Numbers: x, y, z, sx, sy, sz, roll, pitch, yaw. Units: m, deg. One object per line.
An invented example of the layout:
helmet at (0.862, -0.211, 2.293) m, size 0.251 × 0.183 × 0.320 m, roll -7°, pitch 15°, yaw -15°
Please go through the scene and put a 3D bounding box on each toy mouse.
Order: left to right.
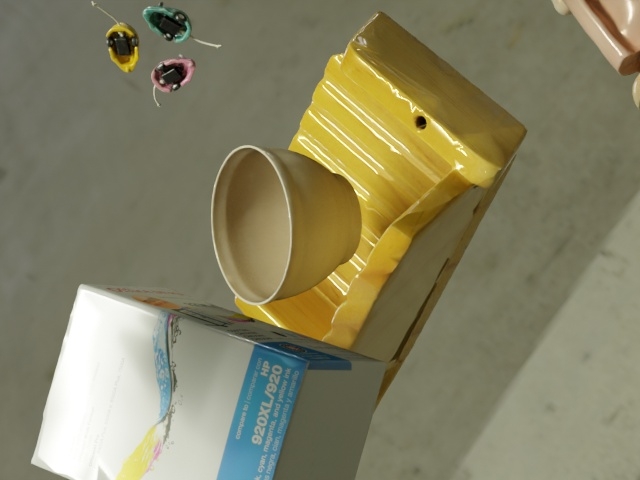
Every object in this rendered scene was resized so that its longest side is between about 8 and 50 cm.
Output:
toy mouse at (-0.187, -0.239, 2.029) m, size 0.143 × 0.161 × 0.031 m, roll -6°, pitch 35°, yaw 15°

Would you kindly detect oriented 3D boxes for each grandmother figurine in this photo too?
grandmother figurine at (0.224, -0.289, 1.587) m, size 0.104 × 0.342 × 0.208 m, roll -31°, pitch -23°, yaw -24°

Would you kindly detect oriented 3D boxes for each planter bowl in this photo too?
planter bowl at (-0.026, -0.019, 1.692) m, size 0.162 × 0.109 × 0.162 m, roll 14°, pitch 106°, yaw 57°

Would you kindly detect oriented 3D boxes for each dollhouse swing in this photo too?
dollhouse swing at (0.000, 0.000, 1.701) m, size 0.315 × 0.305 × 0.347 m, roll 42°, pitch 126°, yaw 24°

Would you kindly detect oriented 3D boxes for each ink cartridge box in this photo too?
ink cartridge box at (-0.096, 0.149, 1.433) m, size 0.232 × 0.171 × 0.168 m, roll 17°, pitch 93°, yaw 25°
